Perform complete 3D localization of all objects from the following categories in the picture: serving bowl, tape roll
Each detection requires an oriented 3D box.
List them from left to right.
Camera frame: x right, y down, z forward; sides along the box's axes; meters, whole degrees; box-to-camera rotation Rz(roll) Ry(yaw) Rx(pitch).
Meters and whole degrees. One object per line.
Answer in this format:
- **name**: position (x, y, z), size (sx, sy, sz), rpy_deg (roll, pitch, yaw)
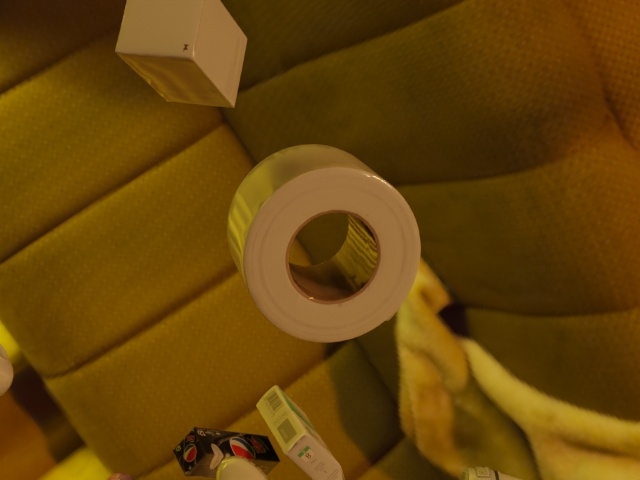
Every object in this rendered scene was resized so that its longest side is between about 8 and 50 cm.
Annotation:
- **serving bowl**: position (-0.329, 0.112, 1.040), size (0.083, 0.027, 0.083), rpy_deg (52, 179, 2)
- **tape roll**: position (0.000, 0.000, 1.470), size (0.246, 0.246, 0.169), rpy_deg (61, 177, -19)

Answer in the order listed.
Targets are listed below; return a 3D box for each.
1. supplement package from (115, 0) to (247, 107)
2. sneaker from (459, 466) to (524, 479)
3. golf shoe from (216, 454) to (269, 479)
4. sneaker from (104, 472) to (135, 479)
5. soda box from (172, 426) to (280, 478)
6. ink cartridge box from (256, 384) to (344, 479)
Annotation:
- **supplement package**: position (-0.174, -0.252, 1.364), size (0.105, 0.105, 0.179), rpy_deg (8, 170, 13)
- **sneaker**: position (0.154, 0.339, 0.952), size (0.091, 0.258, 0.094), rpy_deg (10, 176, 2)
- **golf shoe**: position (-0.084, 0.336, 1.253), size (0.176, 0.069, 0.086), rpy_deg (65, -172, 20)
- **sneaker**: position (-0.219, 0.415, 1.450), size (0.095, 0.104, 0.236), rpy_deg (-24, 98, 40)
- **soda box**: position (-0.144, 0.336, 1.651), size (0.169, 0.060, 0.053), rpy_deg (18, -149, -48)
- **ink cartridge box**: position (0.004, 0.350, 1.695), size (0.225, 0.056, 0.181), rpy_deg (46, 179, -25)
